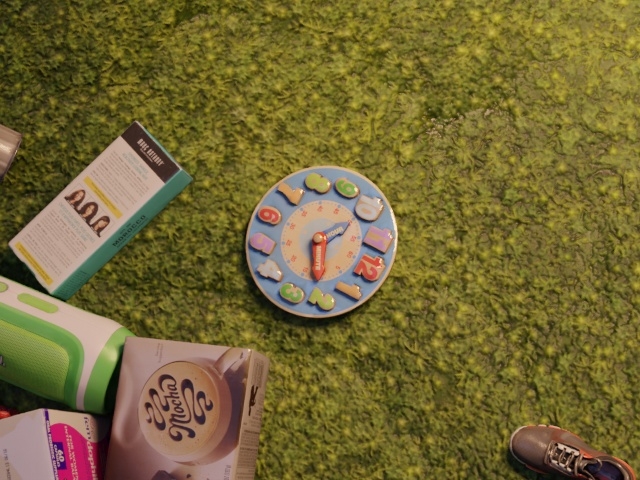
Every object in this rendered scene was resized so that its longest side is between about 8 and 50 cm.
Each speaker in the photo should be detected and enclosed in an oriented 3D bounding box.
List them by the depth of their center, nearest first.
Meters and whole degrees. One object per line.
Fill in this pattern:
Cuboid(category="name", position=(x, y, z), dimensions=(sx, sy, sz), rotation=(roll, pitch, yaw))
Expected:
Cuboid(category="speaker", position=(-0.393, 0.122, 1.477), dimensions=(0.296, 0.131, 0.131), rotation=(21, 83, 8))

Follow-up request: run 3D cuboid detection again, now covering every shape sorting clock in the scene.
Cuboid(category="shape sorting clock", position=(0.000, 0.000, 1.485), dimensions=(0.206, 0.040, 0.206), rotation=(-2, 78, 10))

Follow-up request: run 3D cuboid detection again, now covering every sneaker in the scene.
Cuboid(category="sneaker", position=(0.305, 0.262, 1.361), dimensions=(0.158, 0.065, 0.061), rotation=(17, 82, 13))

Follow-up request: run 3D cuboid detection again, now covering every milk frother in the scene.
Cuboid(category="milk frother", position=(-0.494, -0.153, 1.585), dimensions=(0.135, 0.129, 0.143), rotation=(26, 50, -19))

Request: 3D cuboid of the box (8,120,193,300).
Cuboid(category="box", position=(-0.299, -0.040, 1.537), dimensions=(0.244, 0.060, 0.100), rotation=(-43, 75, -1))

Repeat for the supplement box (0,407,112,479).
Cuboid(category="supplement box", position=(-0.339, 0.278, 1.397), dimensions=(0.114, 0.220, 0.111), rotation=(-15, 77, 6))

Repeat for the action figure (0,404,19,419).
Cuboid(category="action figure", position=(-0.427, 0.310, 1.454), dimensions=(0.091, 0.139, 0.280), rotation=(-18, 73, 5))

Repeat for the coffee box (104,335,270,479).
Cuboid(category="coffee box", position=(-0.172, 0.280, 1.417), dimensions=(0.168, 0.119, 0.297), rotation=(6, 79, 10))
